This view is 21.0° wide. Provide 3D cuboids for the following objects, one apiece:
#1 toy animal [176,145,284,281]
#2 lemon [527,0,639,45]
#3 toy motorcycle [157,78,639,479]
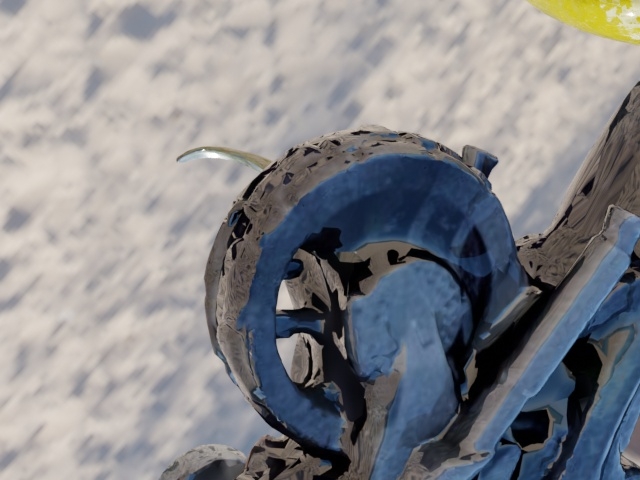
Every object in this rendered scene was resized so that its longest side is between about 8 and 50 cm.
[{"bbox_3d":[0.000,0.000,1.221,0.095,0.219,0.155,-67,152,-16],"label":"toy animal"},{"bbox_3d":[0.273,-0.308,1.502,0.285,0.285,0.316,-47,-158,-16],"label":"lemon"},{"bbox_3d":[0.047,0.106,0.529,0.173,0.108,0.307,-10,111,-26],"label":"toy motorcycle"}]
